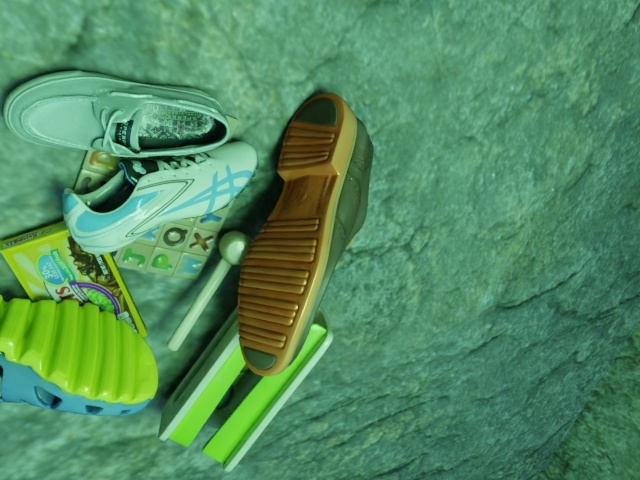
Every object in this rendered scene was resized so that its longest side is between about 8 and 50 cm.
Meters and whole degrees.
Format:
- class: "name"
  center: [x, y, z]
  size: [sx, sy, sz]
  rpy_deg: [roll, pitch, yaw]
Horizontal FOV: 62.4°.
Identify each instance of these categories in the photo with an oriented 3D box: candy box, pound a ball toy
- class: "candy box"
  center: [-0.302, 0.067, 0.667]
  size: [0.105, 0.027, 0.206]
  rpy_deg: [-20, 131, -14]
- class: "pound a ball toy"
  center: [-0.134, 0.153, 0.793]
  size: [0.208, 0.136, 0.319]
  rpy_deg: [33, 99, -16]

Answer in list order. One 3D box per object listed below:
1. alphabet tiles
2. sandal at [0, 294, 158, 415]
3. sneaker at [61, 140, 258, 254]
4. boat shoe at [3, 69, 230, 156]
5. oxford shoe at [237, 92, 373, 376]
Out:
- class: "alphabet tiles"
  center: [-0.200, -0.064, 0.667]
  size: [0.198, 0.009, 0.237]
  rpy_deg: [14, 111, -38]
- class: "sandal"
  center: [-0.349, 0.138, 0.611]
  size: [0.317, 0.126, 0.138]
  rpy_deg: [23, 122, -20]
- class: "sneaker"
  center: [-0.174, -0.066, 0.607]
  size: [0.237, 0.085, 0.086]
  rpy_deg: [-30, 135, -26]
- class: "boat shoe"
  center: [-0.204, -0.129, 0.560]
  size: [0.227, 0.081, 0.079]
  rpy_deg: [-7, 122, -30]
- class: "oxford shoe"
  center: [0.000, 0.000, 0.684]
  size: [0.132, 0.129, 0.364]
  rpy_deg: [29, 74, -47]
